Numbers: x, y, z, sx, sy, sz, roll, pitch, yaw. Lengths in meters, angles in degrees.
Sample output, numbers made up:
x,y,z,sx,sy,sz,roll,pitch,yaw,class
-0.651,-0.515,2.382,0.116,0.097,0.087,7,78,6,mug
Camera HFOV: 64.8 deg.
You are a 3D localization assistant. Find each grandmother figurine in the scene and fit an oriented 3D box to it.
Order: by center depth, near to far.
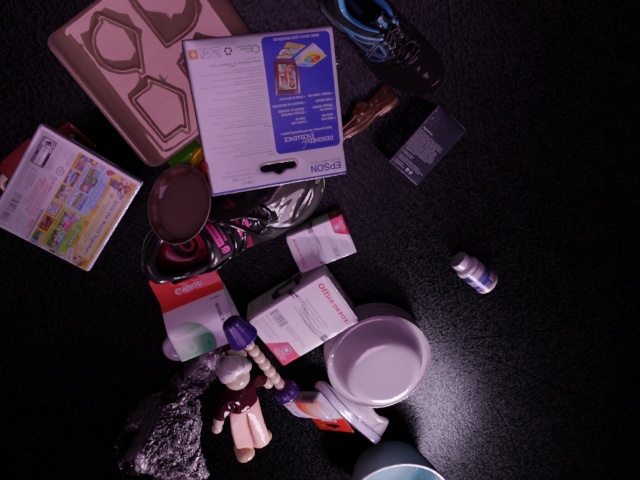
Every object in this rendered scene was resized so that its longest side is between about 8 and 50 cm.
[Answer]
x,y,z,sx,sy,sz,roll,pitch,yaw,class
-0.206,0.440,1.374,0.104,0.208,0.343,15,130,30,grandmother figurine

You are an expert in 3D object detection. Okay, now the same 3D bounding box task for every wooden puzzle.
x,y,z,sx,sy,sz,roll,pitch,yaw,class
-0.318,-0.380,1.059,0.347,0.080,0.322,-37,109,-2,wooden puzzle

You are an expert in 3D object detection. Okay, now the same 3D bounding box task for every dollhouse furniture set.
x,y,z,sx,sy,sz,roll,pitch,yaw,class
-0.649,-0.080,1.097,0.374,0.201,0.152,-36,111,9,dollhouse furniture set

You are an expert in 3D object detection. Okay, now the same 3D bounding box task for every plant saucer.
x,y,z,sx,sy,sz,roll,pitch,yaw,class
-0.291,-0.075,1.062,0.168,0.029,0.169,-2,85,26,plant saucer

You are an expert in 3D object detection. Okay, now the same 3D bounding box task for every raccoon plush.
x,y,z,sx,sy,sz,roll,pitch,yaw,class
-0.336,0.539,1.390,0.446,0.216,0.299,-42,118,11,raccoon plush

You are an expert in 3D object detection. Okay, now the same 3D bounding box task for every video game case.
x,y,z,sx,sy,sz,roll,pitch,yaw,class
-0.497,-0.079,0.990,0.206,0.026,0.227,32,103,-18,video game case

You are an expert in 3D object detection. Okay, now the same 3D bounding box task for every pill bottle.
x,y,z,sx,sy,sz,roll,pitch,yaw,class
0.404,0.083,1.336,0.120,0.067,0.067,36,105,-18,pill bottle

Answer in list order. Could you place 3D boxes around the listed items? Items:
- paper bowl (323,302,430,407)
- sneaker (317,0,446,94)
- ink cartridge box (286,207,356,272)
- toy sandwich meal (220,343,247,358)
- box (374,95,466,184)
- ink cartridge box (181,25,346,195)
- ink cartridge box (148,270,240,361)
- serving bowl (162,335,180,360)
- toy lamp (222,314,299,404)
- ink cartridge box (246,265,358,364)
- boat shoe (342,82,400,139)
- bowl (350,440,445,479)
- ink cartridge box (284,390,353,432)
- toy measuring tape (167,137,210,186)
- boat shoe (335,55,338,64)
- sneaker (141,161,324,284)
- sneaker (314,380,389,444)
x,y,z,sx,sy,sz,roll,pitch,yaw,class
0.156,0.322,1.359,0.284,0.148,0.284,-2,107,-6,paper bowl
0.136,-0.423,1.064,0.340,0.140,0.125,33,104,-18,sneaker
0.000,0.000,1.265,0.150,0.063,0.109,-21,112,4,ink cartridge box
-0.239,0.314,1.389,0.085,0.029,0.086,-2,112,-5,toy sandwich meal
0.220,-0.229,1.142,0.093,0.156,0.158,36,105,-18,box
-0.110,-0.272,1.060,0.303,0.072,0.307,-11,110,-13,ink cartridge box
-0.319,0.178,1.299,0.180,0.056,0.225,-22,106,3,ink cartridge box
-0.389,0.295,1.369,0.083,0.027,0.083,-2,113,-5,serving bowl
-0.151,0.299,1.271,0.080,0.080,0.275,-31,114,7,toy lamp
-0.046,0.187,1.318,0.237,0.100,0.172,-32,112,9,ink cartridge box
0.096,-0.292,1.159,0.178,0.064,0.060,-35,106,2,boat shoe
0.218,0.738,1.535,0.311,0.163,0.312,-2,112,-5,bowl
-0.011,0.502,1.441,0.145,0.045,0.179,-16,117,44,ink cartridge box
-0.207,-0.220,1.143,0.330,0.121,0.121,-42,111,-5,toy measuring tape
-0.026,-0.411,1.105,0.136,0.049,0.043,8,109,-3,boat shoe
-0.196,-0.028,1.160,0.482,0.202,0.185,-30,112,7,sneaker
0.092,0.479,1.468,0.258,0.094,0.091,44,70,-13,sneaker
